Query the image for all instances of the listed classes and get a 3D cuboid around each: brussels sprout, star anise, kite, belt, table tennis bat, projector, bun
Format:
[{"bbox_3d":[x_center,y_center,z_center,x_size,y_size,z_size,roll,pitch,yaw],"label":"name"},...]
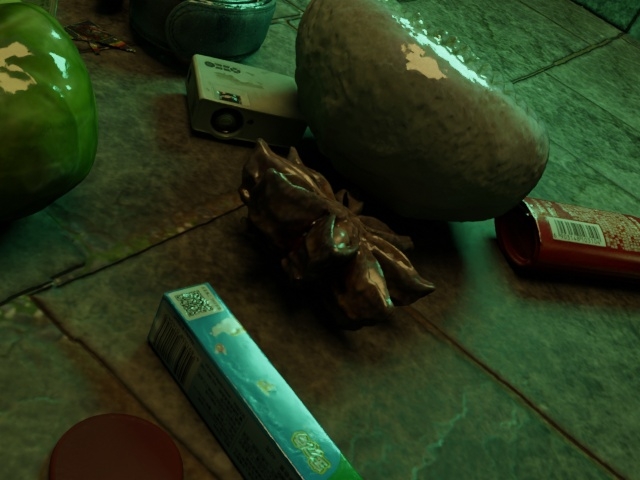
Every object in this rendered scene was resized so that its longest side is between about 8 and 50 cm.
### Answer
[{"bbox_3d":[-0.317,-0.121,0.637,0.244,0.244,0.244,16,37,-13],"label":"brussels sprout"},{"bbox_3d":[0.000,0.001,0.755,0.223,0.109,0.236,37,16,-24],"label":"star anise"},{"bbox_3d":[-0.321,-0.284,0.992,0.122,0.004,0.090,1,43,-30],"label":"kite"},{"bbox_3d":[-0.180,-0.347,1.064,0.206,0.116,0.267,23,34,1],"label":"belt"},{"bbox_3d":[-0.145,0.187,0.510,0.098,0.019,0.154,10,37,-22],"label":"table tennis bat"},{"bbox_3d":[-0.101,-0.180,0.950,0.147,0.061,0.115,8,39,-23],"label":"projector"},{"bbox_3d":[0.109,-0.163,0.897,0.362,0.211,0.362,34,23,-17],"label":"bun"}]

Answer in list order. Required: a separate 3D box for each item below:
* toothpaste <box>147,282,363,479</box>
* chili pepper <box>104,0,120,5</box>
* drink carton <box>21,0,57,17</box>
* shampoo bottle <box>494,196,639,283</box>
[{"bbox_3d":[-0.049,0.148,0.577,0.050,0.065,0.266,-13,51,-45],"label":"toothpaste"},{"bbox_3d":[-0.322,-0.417,1.098,0.050,0.073,0.182,-13,50,-6],"label":"chili pepper"},{"bbox_3d":[-0.408,-0.342,0.905,0.146,0.144,0.142,8,34,-23],"label":"drink carton"},{"bbox_3d":[0.396,0.004,1.010,0.314,0.076,0.118,7,39,-25],"label":"shampoo bottle"}]
